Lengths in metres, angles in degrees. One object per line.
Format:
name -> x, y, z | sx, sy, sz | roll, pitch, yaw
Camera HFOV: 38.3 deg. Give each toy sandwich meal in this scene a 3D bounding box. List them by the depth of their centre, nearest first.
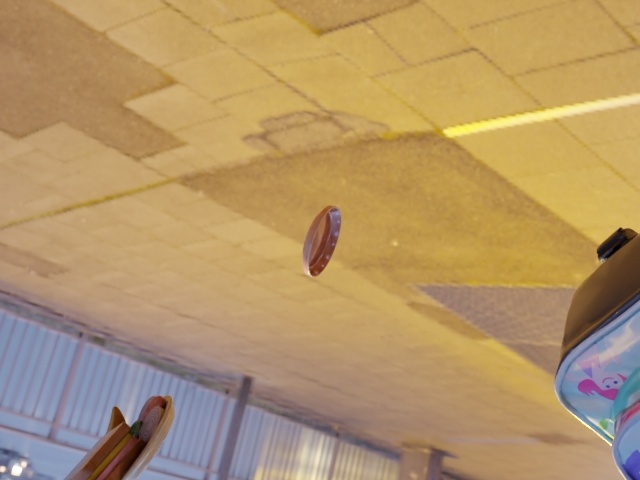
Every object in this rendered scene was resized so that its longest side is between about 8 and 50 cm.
toy sandwich meal -> -0.119, 0.120, 0.538 | 0.029, 0.085, 0.085 | 40, 155, -13

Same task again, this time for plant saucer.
plant saucer -> 0.000, 0.000, 1.028 | 0.013, 0.083, 0.083 | 19, 164, 18

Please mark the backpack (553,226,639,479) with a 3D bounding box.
backpack -> 0.281, 0.083, 0.484 | 0.253, 0.191, 0.225 | 40, 118, -5
